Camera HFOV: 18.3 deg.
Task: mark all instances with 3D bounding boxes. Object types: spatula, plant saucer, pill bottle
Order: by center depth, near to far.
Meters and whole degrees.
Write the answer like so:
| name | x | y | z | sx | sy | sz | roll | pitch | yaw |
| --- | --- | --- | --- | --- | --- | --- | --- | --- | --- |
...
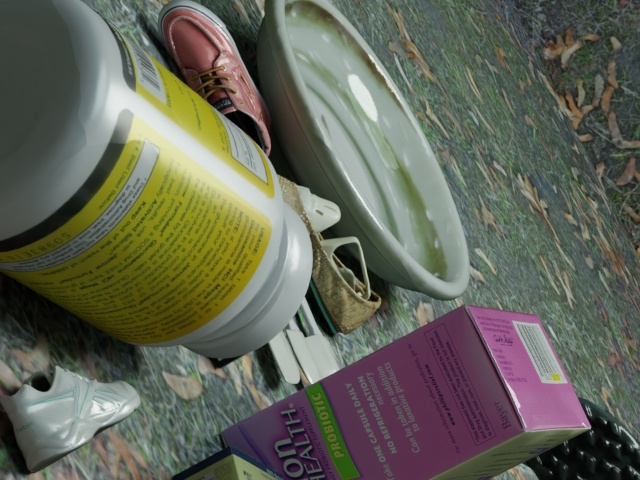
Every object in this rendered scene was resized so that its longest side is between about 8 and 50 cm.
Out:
| name | x | y | z | sx | sy | sz | roll | pitch | yaw |
| --- | --- | --- | --- | --- | --- | --- | --- | --- | --- |
| pill bottle | -0.146 | -0.032 | 1.460 | 0.334 | 0.188 | 0.188 | 38 | 28 | -52 |
| spatula | -0.044 | 0.051 | 1.915 | 0.168 | 0.019 | 0.242 | 28 | 33 | -59 |
| plant saucer | 0.025 | -0.096 | 2.200 | 0.400 | 0.100 | 0.400 | 51 | 20 | -27 |

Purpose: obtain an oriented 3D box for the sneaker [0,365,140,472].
| name | x | y | z | sx | sy | sz | roll | pitch | yaw |
| --- | --- | --- | --- | --- | --- | --- | --- | --- | --- |
| sneaker | -0.172 | 0.112 | 1.384 | 0.061 | 0.053 | 0.152 | 59 | 17 | 2 |

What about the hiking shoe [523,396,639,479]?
| name | x | y | z | sx | sy | sz | roll | pitch | yaw |
| --- | --- | --- | --- | --- | --- | --- | --- | --- | --- |
| hiking shoe | 0.254 | 0.207 | 2.192 | 0.304 | 0.113 | 0.132 | 36 | 6 | 15 |

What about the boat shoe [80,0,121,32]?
| name | x | y | z | sx | sy | sz | roll | pitch | yaw |
| --- | --- | --- | --- | --- | --- | --- | --- | --- | --- |
| boat shoe | -0.256 | -0.193 | 1.512 | 0.335 | 0.121 | 0.119 | 31 | 38 | -55 |

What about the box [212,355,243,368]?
| name | x | y | z | sx | sy | sz | roll | pitch | yaw |
| --- | --- | --- | --- | --- | --- | --- | --- | --- | --- |
| box | -0.114 | 0.004 | 1.751 | 0.207 | 0.036 | 0.114 | 60 | 17 | -4 |

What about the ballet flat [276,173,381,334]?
| name | x | y | z | sx | sy | sz | roll | pitch | yaw |
| --- | --- | --- | --- | --- | --- | --- | --- | --- | --- |
| ballet flat | 0.000 | 0.000 | 1.992 | 0.206 | 0.067 | 0.073 | 60 | 5 | -27 |

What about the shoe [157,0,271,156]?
| name | x | y | z | sx | sy | sz | roll | pitch | yaw |
| --- | --- | --- | --- | --- | --- | --- | --- | --- | --- |
| shoe | -0.103 | -0.157 | 1.992 | 0.178 | 0.063 | 0.081 | 56 | 12 | -29 |

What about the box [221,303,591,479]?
| name | x | y | z | sx | sy | sz | roll | pitch | yaw |
| --- | --- | --- | --- | --- | --- | --- | --- | --- | --- |
| box | 0.077 | 0.162 | 1.693 | 0.117 | 0.243 | 0.213 | 65 | 18 | 14 |

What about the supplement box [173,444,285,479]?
| name | x | y | z | sx | sy | sz | roll | pitch | yaw |
| --- | --- | --- | --- | --- | --- | --- | --- | --- | --- |
| supplement box | -0.061 | 0.216 | 1.527 | 0.083 | 0.056 | 0.083 | 38 | 28 | -51 |
